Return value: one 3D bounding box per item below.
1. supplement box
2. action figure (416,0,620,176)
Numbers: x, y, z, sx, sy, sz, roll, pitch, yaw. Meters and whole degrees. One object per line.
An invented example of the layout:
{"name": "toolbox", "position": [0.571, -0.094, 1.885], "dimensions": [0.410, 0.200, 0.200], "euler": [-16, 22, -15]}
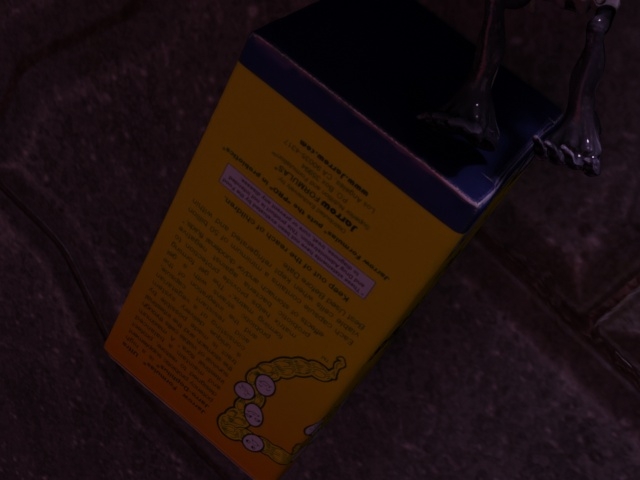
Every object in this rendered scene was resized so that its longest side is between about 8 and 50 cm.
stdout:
{"name": "supplement box", "position": [0.000, 0.000, 0.784], "dimensions": [0.195, 0.194, 0.356], "euler": [39, 129, 8]}
{"name": "action figure", "position": [0.161, -0.183, 0.565], "dimensions": [0.164, 0.141, 0.276], "euler": [19, 93, 15]}
